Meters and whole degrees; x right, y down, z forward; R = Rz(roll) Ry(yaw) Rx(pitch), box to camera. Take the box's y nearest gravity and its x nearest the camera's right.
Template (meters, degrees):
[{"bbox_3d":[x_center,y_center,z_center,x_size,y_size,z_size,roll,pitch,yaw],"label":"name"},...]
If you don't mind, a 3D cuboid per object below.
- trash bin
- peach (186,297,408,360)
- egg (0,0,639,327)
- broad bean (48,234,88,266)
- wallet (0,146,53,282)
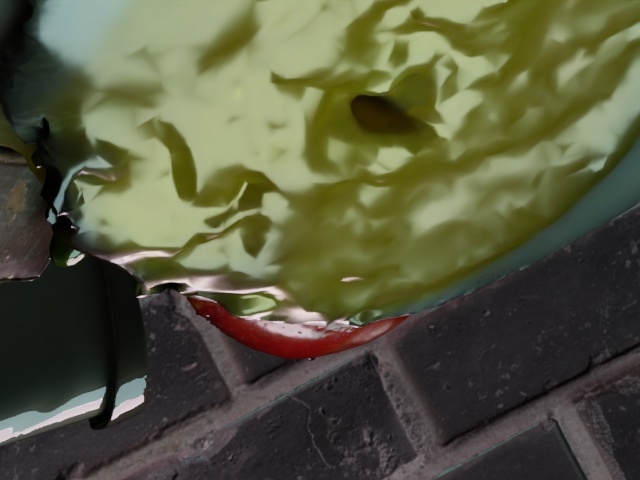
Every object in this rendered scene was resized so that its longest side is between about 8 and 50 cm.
[{"bbox_3d":[-0.288,0.083,1.650,0.250,0.219,0.220,-20,177,-15],"label":"trash bin"},{"bbox_3d":[0.000,0.000,2.235,0.201,0.258,0.361,-27,167,37],"label":"peach"},{"bbox_3d":[0.016,-0.136,0.654,0.337,0.201,0.337,-23,149,-14],"label":"egg"},{"bbox_3d":[-0.108,-0.090,1.359,0.144,0.049,0.292,-49,-178,-42],"label":"broad bean"},{"bbox_3d":[-0.239,-0.020,1.376,0.122,0.031,0.232,-54,162,13],"label":"wallet"}]
